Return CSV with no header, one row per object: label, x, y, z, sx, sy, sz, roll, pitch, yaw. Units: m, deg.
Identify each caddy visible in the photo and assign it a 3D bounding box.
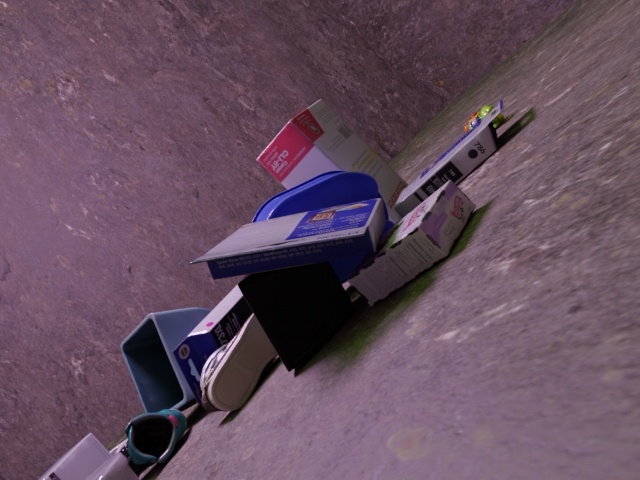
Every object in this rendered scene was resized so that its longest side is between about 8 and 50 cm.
caddy,0.007,-0.019,1.549,0.341,0.241,0.179,-26,5,-12

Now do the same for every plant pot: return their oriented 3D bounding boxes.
plant pot,-0.356,0.322,1.895,0.252,0.248,0.247,-14,-19,-42
plant pot,-0.036,0.115,1.340,0.167,0.188,0.188,-30,4,0

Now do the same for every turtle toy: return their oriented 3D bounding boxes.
turtle toy,0.425,-0.308,1.794,0.095,0.066,0.130,-46,4,-20

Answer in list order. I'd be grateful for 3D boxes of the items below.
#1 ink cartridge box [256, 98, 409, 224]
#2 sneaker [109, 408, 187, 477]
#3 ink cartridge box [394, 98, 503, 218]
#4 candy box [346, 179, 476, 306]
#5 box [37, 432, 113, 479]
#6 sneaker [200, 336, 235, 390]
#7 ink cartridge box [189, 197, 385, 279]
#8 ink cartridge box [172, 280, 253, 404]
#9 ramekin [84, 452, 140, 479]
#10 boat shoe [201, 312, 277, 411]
ink cartridge box,0.054,-0.174,1.882,0.160,0.384,0.279,-45,3,27
sneaker,-0.439,0.510,1.622,0.295,0.124,0.178,-44,-9,-18
ink cartridge box,0.318,-0.183,1.610,0.332,0.065,0.165,-44,3,24
candy box,0.158,0.005,1.192,0.196,0.070,0.165,-41,5,42
box,-0.520,0.556,1.496,0.119,0.181,0.182,-40,4,23
sneaker,-0.173,0.260,1.645,0.268,0.101,0.153,-44,0,-36
ink cartridge box,-0.042,0.005,1.257,0.303,0.072,0.307,-9,14,13
ink cartridge box,-0.220,0.240,1.792,0.069,0.176,0.371,1,33,36
ramekin,-0.407,0.514,1.196,0.273,0.127,0.273,-43,4,3
boat shoe,-0.148,0.244,1.525,0.096,0.116,0.324,-34,16,53
